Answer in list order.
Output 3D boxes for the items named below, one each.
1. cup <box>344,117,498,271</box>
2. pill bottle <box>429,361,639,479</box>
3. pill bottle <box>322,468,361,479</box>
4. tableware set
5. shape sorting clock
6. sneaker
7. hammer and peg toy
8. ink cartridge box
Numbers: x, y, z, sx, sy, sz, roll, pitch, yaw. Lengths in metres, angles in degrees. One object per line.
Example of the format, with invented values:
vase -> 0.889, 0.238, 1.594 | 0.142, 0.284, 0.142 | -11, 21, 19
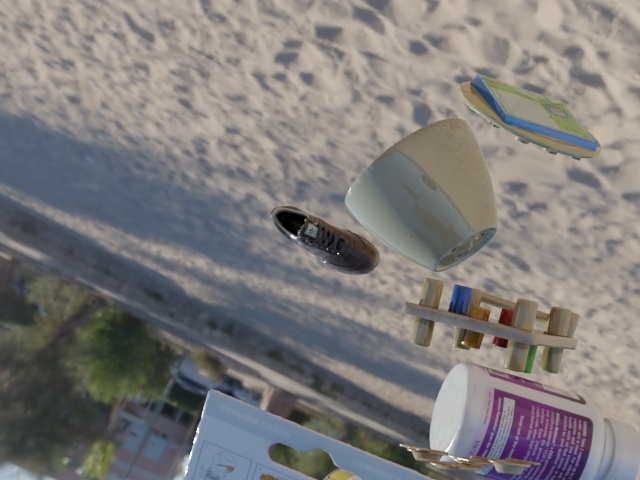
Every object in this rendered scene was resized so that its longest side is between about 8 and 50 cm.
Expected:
cup -> 0.254, -0.073, 1.963 | 0.237, 0.331, 0.331 | 57, 180, 19
pill bottle -> 0.340, 0.311, 1.415 | 0.302, 0.169, 0.169 | 18, 170, -6
pill bottle -> 0.092, 0.556, 1.794 | 0.188, 0.188, 0.334 | 26, 167, -2
tableware set -> 0.194, 0.291, 1.185 | 0.169, 0.020, 0.141 | 11, 171, -27
shape sorting clock -> 0.281, -0.163, 1.203 | 0.206, 0.040, 0.206 | 18, -150, -11
sneaker -> 0.000, 0.000, 1.384 | 0.188, 0.066, 0.071 | 24, 179, 27
hammer and peg toy -> 0.337, 0.165, 1.682 | 0.266, 0.127, 0.361 | 12, 179, 33
ink cartridge box -> -0.036, 0.385, 1.135 | 0.308, 0.385, 0.091 | 20, -159, 9
